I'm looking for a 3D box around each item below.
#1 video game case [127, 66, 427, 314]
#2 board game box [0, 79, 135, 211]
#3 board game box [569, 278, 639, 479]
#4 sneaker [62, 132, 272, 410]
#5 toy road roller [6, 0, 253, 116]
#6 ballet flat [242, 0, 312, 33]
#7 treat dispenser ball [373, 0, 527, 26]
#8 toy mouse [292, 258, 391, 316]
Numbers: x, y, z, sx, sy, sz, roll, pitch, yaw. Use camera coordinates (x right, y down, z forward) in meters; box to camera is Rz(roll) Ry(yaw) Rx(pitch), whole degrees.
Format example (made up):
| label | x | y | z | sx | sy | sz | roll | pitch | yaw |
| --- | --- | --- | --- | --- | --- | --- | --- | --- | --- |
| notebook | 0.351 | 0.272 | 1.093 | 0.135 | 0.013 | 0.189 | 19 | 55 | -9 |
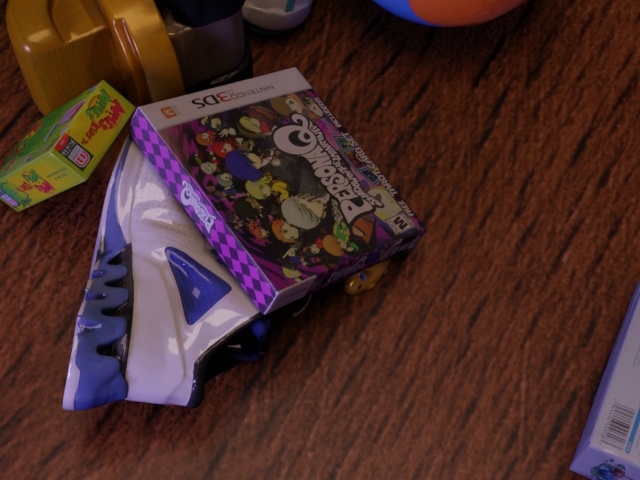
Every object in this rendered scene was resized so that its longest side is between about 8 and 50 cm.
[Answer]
| label | x | y | z | sx | sy | sz | roll | pitch | yaw |
| --- | --- | --- | --- | --- | --- | --- | --- | --- | --- |
| video game case | -0.039 | -0.058 | 1.089 | 0.210 | 0.042 | 0.232 | -22 | 66 | -41 |
| board game box | -0.259 | -0.089 | 1.106 | 0.043 | 0.181 | 0.092 | 41 | 62 | -23 |
| board game box | 0.413 | 0.165 | 1.026 | 0.303 | 0.097 | 0.224 | 22 | 64 | 12 |
| sneaker | -0.131 | 0.038 | 1.079 | 0.182 | 0.127 | 0.315 | 14 | 53 | -12 |
| toy road roller | -0.227 | -0.273 | 1.185 | 0.240 | 0.202 | 0.329 | -25 | 66 | -14 |
| ballet flat | -0.107 | -0.420 | 1.305 | 0.139 | 0.139 | 0.400 | -22 | 64 | -12 |
| treat dispenser ball | 0.142 | -0.375 | 1.201 | 0.288 | 0.288 | 0.288 | 1 | 62 | -1 |
| toy mouse | 0.000 | 0.000 | 1.141 | 0.143 | 0.031 | 0.161 | 38 | 67 | 17 |
